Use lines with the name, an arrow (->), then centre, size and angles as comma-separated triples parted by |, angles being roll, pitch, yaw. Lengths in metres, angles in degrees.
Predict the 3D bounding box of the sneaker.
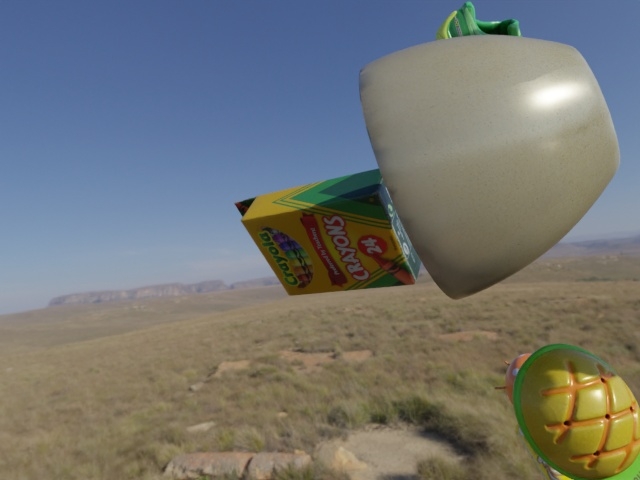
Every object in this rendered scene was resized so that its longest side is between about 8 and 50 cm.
sneaker -> 0.381, -0.379, 0.934 | 0.295, 0.109, 0.123 | 24, -54, -17

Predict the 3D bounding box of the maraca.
maraca -> 0.285, 0.195, 0.477 | 0.127, 0.186, 0.099 | -43, -7, -11

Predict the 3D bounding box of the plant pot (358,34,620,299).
plant pot -> 0.191, -0.098, 0.488 | 0.190, 0.284, 0.284 | -21, -11, 25

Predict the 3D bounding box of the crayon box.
crayon box -> 0.000, 0.000, 0.829 | 0.318, 0.202, 0.081 | -9, 37, 30

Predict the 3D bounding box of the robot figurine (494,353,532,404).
robot figurine -> 0.486, 0.312, 0.944 | 0.219, 0.158, 0.128 | 9, -11, 34

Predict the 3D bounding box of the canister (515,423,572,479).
canister -> 0.523, 0.465, 0.985 | 0.126, 0.073, 0.170 | -17, 36, -3
